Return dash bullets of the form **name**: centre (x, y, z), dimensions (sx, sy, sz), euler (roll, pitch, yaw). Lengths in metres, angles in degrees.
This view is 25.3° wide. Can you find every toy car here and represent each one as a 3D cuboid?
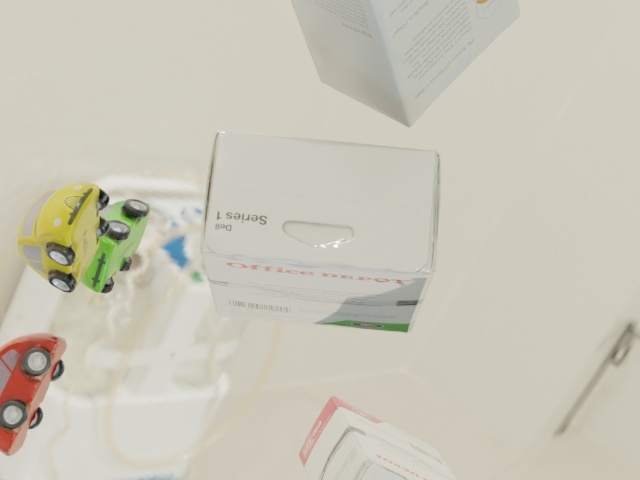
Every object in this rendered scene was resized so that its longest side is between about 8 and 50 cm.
- **toy car**: centre (-0.195, 0.024, 1.118), dimensions (0.053, 0.239, 0.225), euler (23, 27, 4)

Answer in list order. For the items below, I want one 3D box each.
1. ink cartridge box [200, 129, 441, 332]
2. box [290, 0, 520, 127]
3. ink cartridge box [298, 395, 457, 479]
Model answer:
- **ink cartridge box**: centre (0.000, 0.000, 1.045), dimensions (0.160, 0.092, 0.219), euler (5, -15, 0)
- **box**: centre (0.052, -0.188, 0.971), dimensions (0.091, 0.170, 0.130), euler (31, 67, 34)
- **ink cartridge box**: centre (0.076, 0.279, 1.624), dimensions (0.158, 0.092, 0.218), euler (29, 4, -14)
